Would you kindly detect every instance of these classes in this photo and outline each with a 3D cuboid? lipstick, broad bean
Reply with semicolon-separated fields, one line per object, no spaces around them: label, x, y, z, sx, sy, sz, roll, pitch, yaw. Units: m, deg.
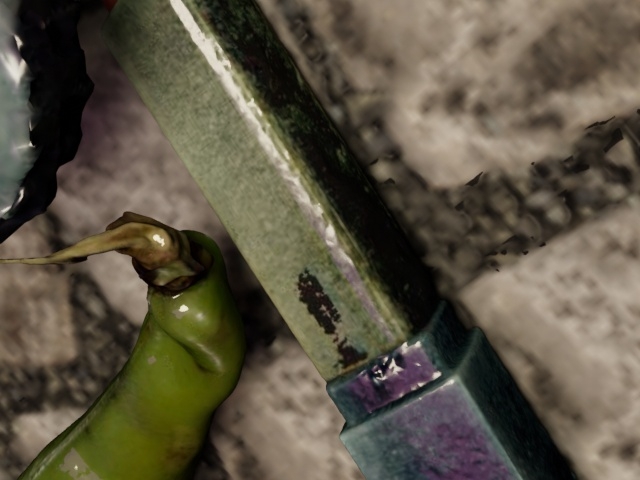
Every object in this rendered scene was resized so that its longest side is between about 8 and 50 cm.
lipstick;0.000;0.000;0.534;0.051;0.051;0.312;-30;97;24
broad bean;-0.090;0.094;0.586;0.056;0.098;0.318;61;149;35

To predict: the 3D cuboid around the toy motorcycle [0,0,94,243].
toy motorcycle;-0.260;-0.071;0.516;0.410;0.168;0.237;-16;98;30
